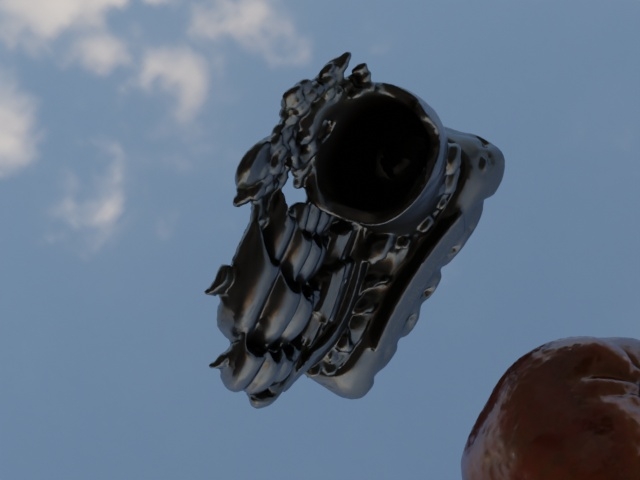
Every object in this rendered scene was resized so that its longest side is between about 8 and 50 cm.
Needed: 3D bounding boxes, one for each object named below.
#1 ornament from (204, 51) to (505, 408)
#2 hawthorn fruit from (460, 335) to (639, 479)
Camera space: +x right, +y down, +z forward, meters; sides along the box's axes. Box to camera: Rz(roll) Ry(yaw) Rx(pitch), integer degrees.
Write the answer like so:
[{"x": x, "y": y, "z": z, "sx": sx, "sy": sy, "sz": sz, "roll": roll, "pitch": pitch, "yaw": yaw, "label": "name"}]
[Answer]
[{"x": 0.000, "y": 0.000, "z": 1.217, "sx": 0.106, "sy": 0.260, "sz": 0.251, "roll": 33, "pitch": -78, "yaw": 19, "label": "ornament"}, {"x": 0.139, "y": 0.120, "z": 0.986, "sx": 0.138, "sy": 0.133, "sz": 0.133, "roll": -45, "pitch": -127, "yaw": 34, "label": "hawthorn fruit"}]
